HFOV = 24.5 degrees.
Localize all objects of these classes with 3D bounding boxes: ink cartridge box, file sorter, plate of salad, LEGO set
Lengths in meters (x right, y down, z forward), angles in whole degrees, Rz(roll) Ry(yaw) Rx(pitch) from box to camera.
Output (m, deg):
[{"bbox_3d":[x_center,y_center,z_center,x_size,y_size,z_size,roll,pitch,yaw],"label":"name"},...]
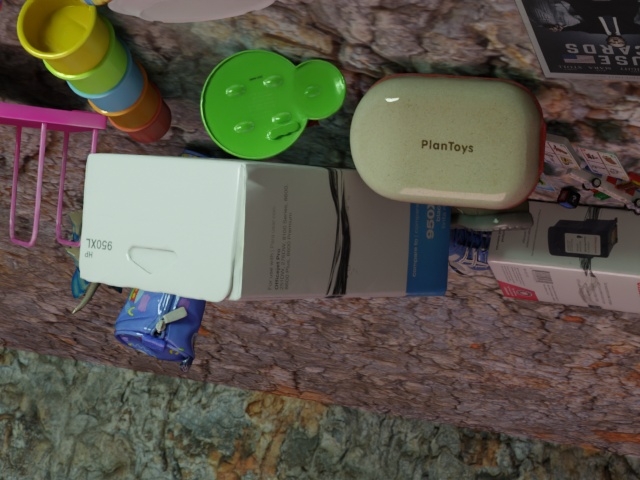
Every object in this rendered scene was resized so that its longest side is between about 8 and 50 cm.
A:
[{"bbox_3d":[0.369,0.024,2.072,0.237,0.100,0.172,6,163,18],"label":"ink cartridge box"},{"bbox_3d":[-0.064,-0.016,1.866,0.286,0.166,0.395,5,-177,41],"label":"ink cartridge box"},{"bbox_3d":[-0.451,-0.090,1.926,0.291,0.182,0.202,6,180,-22],"label":"file sorter"},{"bbox_3d":[-0.120,-0.262,1.518,0.200,0.048,0.200,-8,179,0],"label":"plate of salad"},{"bbox_3d":[0.324,-0.094,1.855,0.183,0.060,0.244,15,166,31],"label":"LEGO set"}]

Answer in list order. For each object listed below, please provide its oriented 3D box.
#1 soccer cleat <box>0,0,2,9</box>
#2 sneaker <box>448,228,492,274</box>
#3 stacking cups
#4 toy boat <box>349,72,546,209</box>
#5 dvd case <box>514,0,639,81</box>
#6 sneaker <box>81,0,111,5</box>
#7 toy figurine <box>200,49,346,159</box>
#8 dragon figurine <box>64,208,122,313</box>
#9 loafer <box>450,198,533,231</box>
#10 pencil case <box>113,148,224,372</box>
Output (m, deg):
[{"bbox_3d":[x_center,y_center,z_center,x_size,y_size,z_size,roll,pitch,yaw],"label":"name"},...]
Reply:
[{"bbox_3d":[-0.483,-0.284,1.661,0.248,0.083,0.095,10,159,14],"label":"soccer cleat"},{"bbox_3d":[0.209,-0.004,2.146,0.081,0.080,0.211,-6,167,28],"label":"sneaker"},{"bbox_3d":[-0.263,-0.195,1.777,0.096,0.096,0.316,7,163,14],"label":"stacking cups"},{"bbox_3d":[0.154,-0.121,1.727,0.231,0.151,0.151,6,-169,16],"label":"toy boat"},{"bbox_3d":[0.290,-0.219,1.460,0.179,0.029,0.238,5,161,21],"label":"dvd case"},{"bbox_3d":[-0.190,-0.311,1.386,0.131,0.112,0.296,48,158,-16],"label":"sneaker"},{"bbox_3d":[-0.049,-0.158,1.790,0.173,0.130,0.159,-15,175,3],"label":"toy figurine"},{"bbox_3d":[-0.374,0.044,2.440,0.085,0.289,0.144,-7,135,-8],"label":"dragon figurine"},{"bbox_3d":[0.203,-0.059,1.960,0.094,0.087,0.251,-2,-176,-26],"label":"loafer"},{"bbox_3d":[-0.188,0.024,2.067,0.119,0.306,0.133,21,169,-8],"label":"pencil case"}]
